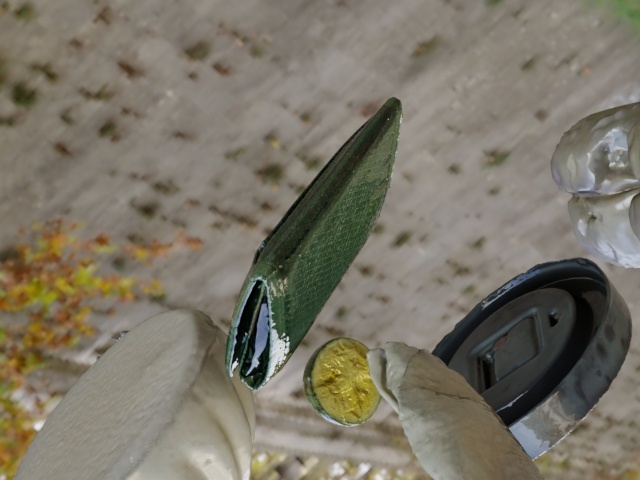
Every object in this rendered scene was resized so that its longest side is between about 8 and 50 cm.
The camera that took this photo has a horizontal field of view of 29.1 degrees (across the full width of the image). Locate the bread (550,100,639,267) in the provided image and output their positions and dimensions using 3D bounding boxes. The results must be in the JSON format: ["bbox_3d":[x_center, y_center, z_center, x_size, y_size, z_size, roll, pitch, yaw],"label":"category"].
[{"bbox_3d":[0.248,-0.042,0.541,0.183,0.337,0.102,-8,-91,-53],"label":"bread"}]

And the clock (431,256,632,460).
[{"bbox_3d":[0.252,0.160,1.581,0.067,0.325,0.325,45,-167,-17],"label":"clock"}]

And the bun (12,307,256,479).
[{"bbox_3d":[-0.139,0.204,1.107,0.175,0.263,0.263,43,-166,-20],"label":"bun"}]

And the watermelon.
[{"bbox_3d":[0.020,0.168,1.452,0.105,0.105,0.062,39,151,-20],"label":"watermelon"}]

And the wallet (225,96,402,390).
[{"bbox_3d":[-0.002,-0.001,1.034,0.055,0.160,0.236,27,-128,10],"label":"wallet"}]

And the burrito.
[{"bbox_3d":[0.137,0.203,1.070,0.117,0.076,0.392,22,-162,-27],"label":"burrito"}]
